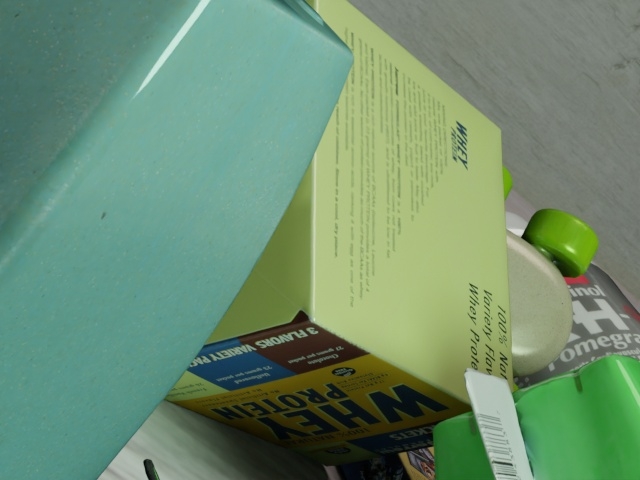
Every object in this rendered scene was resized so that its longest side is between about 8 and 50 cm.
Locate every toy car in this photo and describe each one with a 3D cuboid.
[{"bbox_3d":[0.082,0.043,1.078,0.149,0.155,0.188,34,-19,-12],"label":"toy car"}]

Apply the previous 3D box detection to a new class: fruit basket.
[{"bbox_3d":[0.177,0.242,0.755,0.327,0.165,0.353,12,63,-58],"label":"fruit basket"}]

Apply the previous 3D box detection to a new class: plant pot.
[{"bbox_3d":[-0.116,-0.018,0.470,0.166,0.234,0.165,49,13,19],"label":"plant pot"}]

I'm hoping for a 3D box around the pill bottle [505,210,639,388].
[{"bbox_3d":[0.185,0.115,1.173,0.176,0.176,0.318,35,15,-39],"label":"pill bottle"}]

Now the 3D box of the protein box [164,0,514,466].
[{"bbox_3d":[0.000,0.000,0.843,0.201,0.136,0.200,31,51,-48],"label":"protein box"}]

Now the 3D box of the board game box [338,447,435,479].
[{"bbox_3d":[0.087,0.181,0.937,0.165,0.042,0.243,37,13,-31],"label":"board game box"}]

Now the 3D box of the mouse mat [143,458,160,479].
[{"bbox_3d":[-0.013,0.180,0.513,0.189,0.007,0.152,-123,-167,-45],"label":"mouse mat"}]
